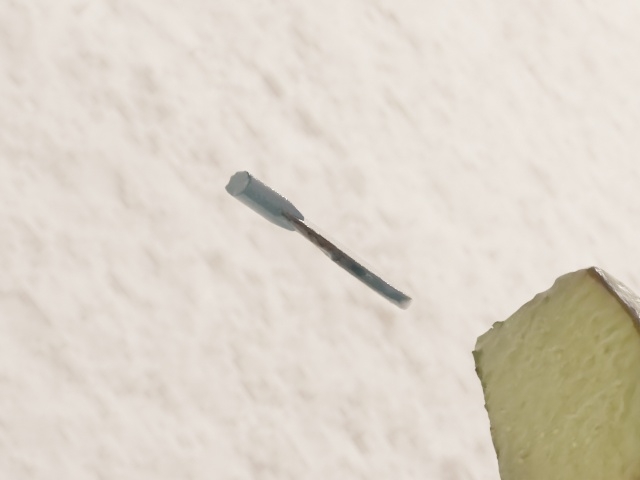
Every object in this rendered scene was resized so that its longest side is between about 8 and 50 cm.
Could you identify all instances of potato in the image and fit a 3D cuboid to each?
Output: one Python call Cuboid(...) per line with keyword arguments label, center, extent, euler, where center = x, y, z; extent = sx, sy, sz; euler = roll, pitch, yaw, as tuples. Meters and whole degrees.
Cuboid(label="potato", center=(0.130, 0.098, 0.753), extent=(0.120, 0.081, 0.149), euler=(39, 28, -34))

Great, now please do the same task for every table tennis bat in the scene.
Cuboid(label="table tennis bat", center=(0.000, 0.000, 1.233), extent=(0.155, 0.019, 0.100), euler=(35, 3, -38))
